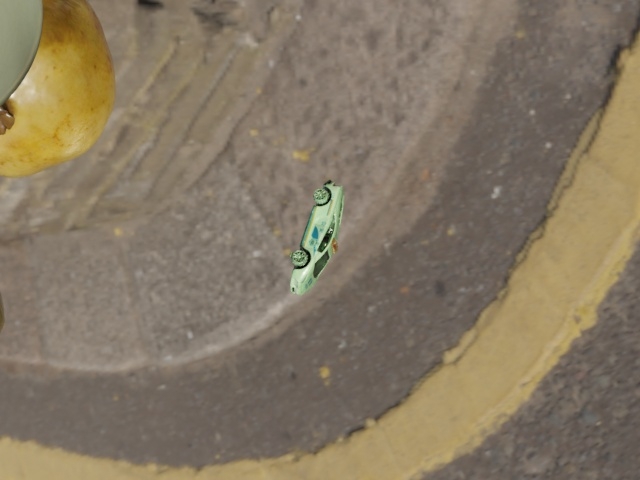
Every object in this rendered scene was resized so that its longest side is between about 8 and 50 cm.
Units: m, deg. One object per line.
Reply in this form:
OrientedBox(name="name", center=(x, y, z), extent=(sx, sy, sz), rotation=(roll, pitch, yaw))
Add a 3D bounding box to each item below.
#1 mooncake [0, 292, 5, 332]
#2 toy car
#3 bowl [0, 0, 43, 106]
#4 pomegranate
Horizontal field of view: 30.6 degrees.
OrientedBox(name="mooncake", center=(-0.514, 0.039, 0.968), extent=(0.467, 0.467, 0.262), rotation=(6, 114, 42))
OrientedBox(name="toy car", center=(0.000, 0.000, 1.794), extent=(0.058, 0.093, 0.186), rotation=(16, 72, 10))
OrientedBox(name="bowl", center=(-0.442, -0.304, 1.338), extent=(0.354, 0.185, 0.354), rotation=(23, 133, 27))
OrientedBox(name="pomegranate", center=(-0.424, -0.239, 1.633), extent=(0.307, 0.307, 0.307), rotation=(11, 106, 41))
